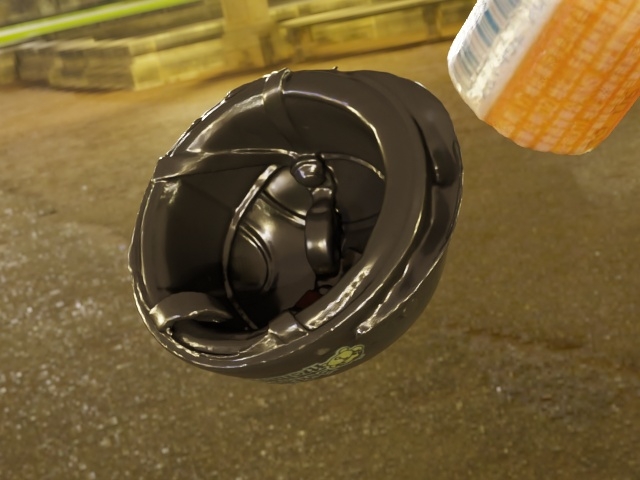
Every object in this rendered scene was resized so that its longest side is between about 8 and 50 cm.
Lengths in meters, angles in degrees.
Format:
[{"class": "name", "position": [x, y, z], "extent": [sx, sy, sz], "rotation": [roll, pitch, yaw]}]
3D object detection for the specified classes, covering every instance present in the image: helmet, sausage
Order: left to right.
[{"class": "helmet", "position": [0.000, 0.000, 0.773], "extent": [0.279, 0.230, 0.160], "rotation": [-14, -28, 24]}, {"class": "sausage", "position": [0.309, -0.276, 1.192], "extent": [0.233, 0.287, 0.233], "rotation": [16, 41, -14]}]
